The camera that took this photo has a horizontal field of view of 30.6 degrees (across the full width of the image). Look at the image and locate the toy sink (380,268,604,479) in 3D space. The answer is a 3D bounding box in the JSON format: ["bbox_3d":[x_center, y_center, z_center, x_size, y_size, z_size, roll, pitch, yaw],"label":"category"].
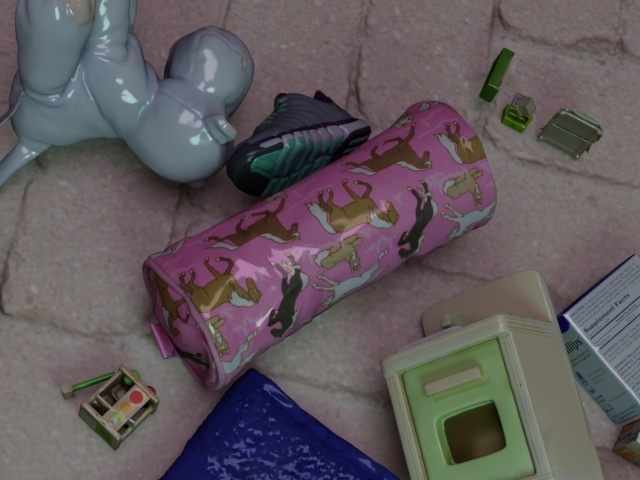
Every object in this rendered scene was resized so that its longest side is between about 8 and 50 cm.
[{"bbox_3d":[0.162,0.151,1.175,0.131,0.152,0.234,14,58,-53],"label":"toy sink"}]

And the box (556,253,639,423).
[{"bbox_3d":[0.341,0.110,1.304,0.126,0.072,0.137,-35,80,-23],"label":"box"}]

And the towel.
[{"bbox_3d":[-0.075,0.305,1.133,0.227,0.076,0.308,37,65,10],"label":"towel"}]

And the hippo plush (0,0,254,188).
[{"bbox_3d":[-0.189,-0.167,1.205,0.236,0.234,0.294,22,65,-3],"label":"hippo plush"}]

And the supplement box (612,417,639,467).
[{"bbox_3d":[0.376,0.234,1.267,0.098,0.062,0.036,31,66,1],"label":"supplement box"}]

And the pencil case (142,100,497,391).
[{"bbox_3d":[0.000,0.000,1.214,0.386,0.167,0.160,-31,50,-22],"label":"pencil case"}]

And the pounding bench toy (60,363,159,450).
[{"bbox_3d":[-0.210,0.154,1.168,0.083,0.052,0.065,42,65,6],"label":"pounding bench toy"}]

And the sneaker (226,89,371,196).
[{"bbox_3d":[-0.044,-0.114,1.279,0.098,0.083,0.223,46,33,19],"label":"sneaker"}]

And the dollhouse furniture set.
[{"bbox_3d":[0.268,-0.164,1.396,0.151,0.076,0.059,27,66,0],"label":"dollhouse furniture set"}]
